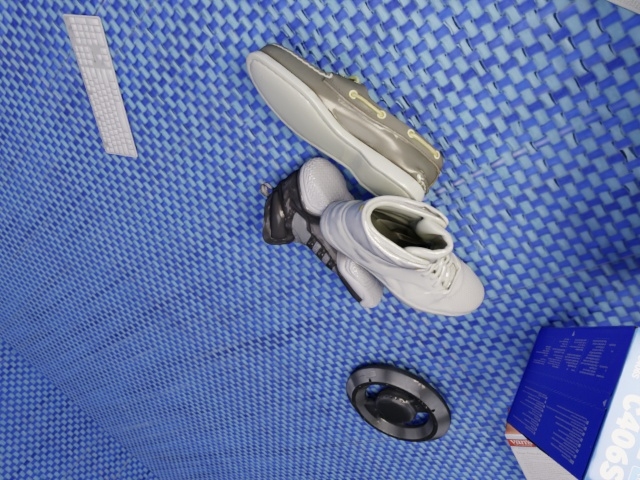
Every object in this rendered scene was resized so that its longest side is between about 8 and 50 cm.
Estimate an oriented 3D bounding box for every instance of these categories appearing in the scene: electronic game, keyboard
[{"bbox_3d":[0.161,0.347,1.056,0.229,0.048,0.229,16,132,19],"label":"electronic game"},{"bbox_3d":[-0.387,-0.267,0.892,0.072,0.014,0.256,14,131,19],"label":"keyboard"}]

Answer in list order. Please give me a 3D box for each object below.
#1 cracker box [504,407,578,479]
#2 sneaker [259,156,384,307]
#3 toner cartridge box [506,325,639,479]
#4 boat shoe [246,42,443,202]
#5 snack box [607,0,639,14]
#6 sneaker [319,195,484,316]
[{"bbox_3d":[0.460,0.410,0.931,0.156,0.067,0.232,-13,119,35],"label":"cracker box"},{"bbox_3d":[0.000,0.000,0.837,0.153,0.101,0.268,-13,112,36],"label":"sneaker"},{"bbox_3d":[0.334,0.199,0.637,0.075,0.165,0.348,21,174,12],"label":"toner cartridge box"},{"bbox_3d":[0.035,-0.167,0.688,0.305,0.091,0.109,39,164,-4],"label":"boat shoe"},{"bbox_3d":[0.389,-0.325,0.387,0.187,0.060,0.321,27,134,5],"label":"snack box"},{"bbox_3d":[0.149,0.034,0.704,0.293,0.108,0.169,29,170,-17],"label":"sneaker"}]
